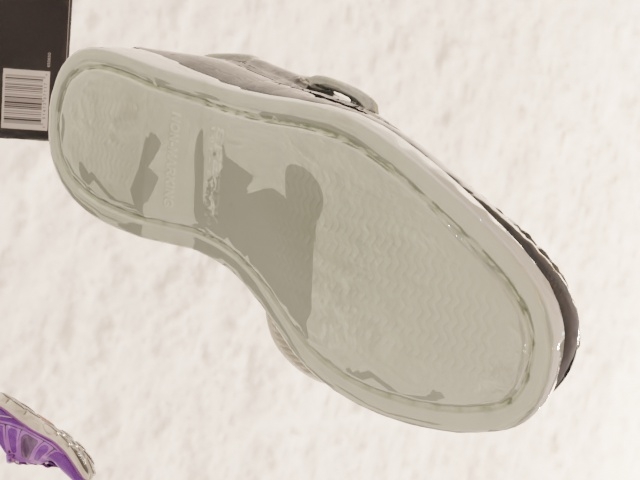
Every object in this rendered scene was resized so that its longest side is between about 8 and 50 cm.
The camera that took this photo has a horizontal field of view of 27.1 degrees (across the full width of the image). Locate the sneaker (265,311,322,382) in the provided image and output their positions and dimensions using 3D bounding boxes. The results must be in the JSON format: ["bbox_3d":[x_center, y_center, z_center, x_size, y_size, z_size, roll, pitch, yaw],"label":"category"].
[{"bbox_3d":[0.001,0.000,1.255,0.161,0.102,0.282,-69,146,-46],"label":"sneaker"}]

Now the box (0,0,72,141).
[{"bbox_3d":[-0.245,-0.226,1.039,0.184,0.103,0.261,-120,-145,-70],"label":"box"}]

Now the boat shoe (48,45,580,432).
[{"bbox_3d":[0.001,-0.019,0.575,0.091,0.302,0.114,-10,124,-44],"label":"boat shoe"}]

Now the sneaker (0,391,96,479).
[{"bbox_3d":[-0.350,0.256,1.636,0.071,0.170,0.068,-58,160,-8],"label":"sneaker"}]
